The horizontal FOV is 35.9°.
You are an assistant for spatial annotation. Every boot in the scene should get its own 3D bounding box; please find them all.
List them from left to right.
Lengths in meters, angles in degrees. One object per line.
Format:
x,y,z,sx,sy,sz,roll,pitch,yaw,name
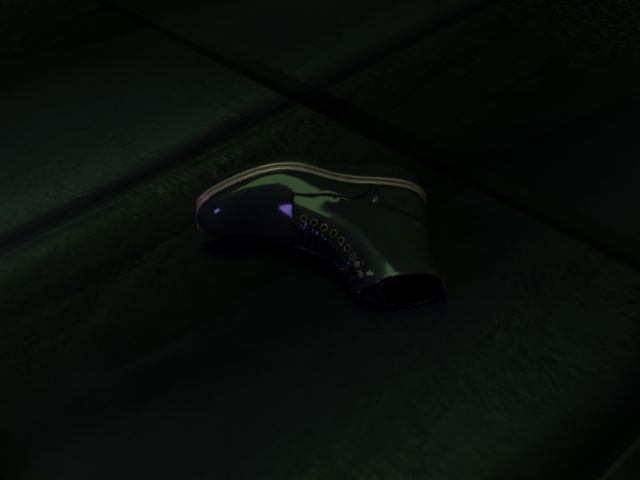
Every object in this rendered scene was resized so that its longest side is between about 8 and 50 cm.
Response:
0.000,0.000,0.804,0.198,0.076,0.137,-6,43,-5,boot
